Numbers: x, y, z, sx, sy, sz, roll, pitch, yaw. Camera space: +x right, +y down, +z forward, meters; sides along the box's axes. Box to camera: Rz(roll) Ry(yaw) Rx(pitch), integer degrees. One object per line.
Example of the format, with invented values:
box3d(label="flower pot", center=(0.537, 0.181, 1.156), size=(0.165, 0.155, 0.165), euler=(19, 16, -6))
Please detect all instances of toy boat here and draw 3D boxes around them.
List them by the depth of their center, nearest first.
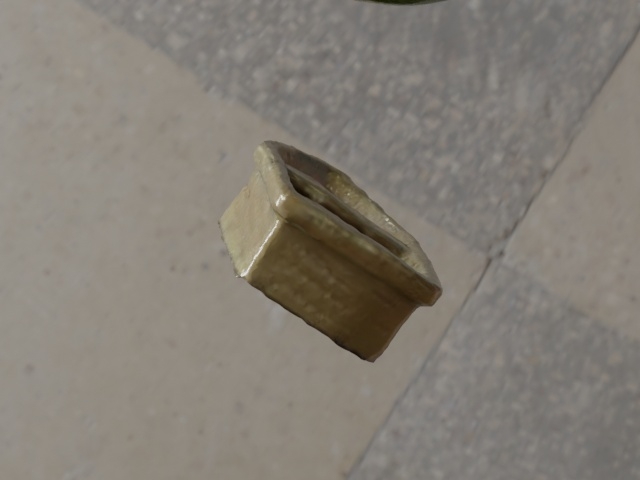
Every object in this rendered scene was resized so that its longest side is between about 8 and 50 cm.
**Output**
box3d(label="toy boat", center=(0.000, 0.000, 1.036), size=(0.116, 0.188, 0.061), euler=(32, 100, -12))

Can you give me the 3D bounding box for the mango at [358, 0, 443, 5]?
box3d(label="mango", center=(-0.010, -0.181, 0.852), size=(0.237, 0.137, 0.091), euler=(50, 153, 43))
